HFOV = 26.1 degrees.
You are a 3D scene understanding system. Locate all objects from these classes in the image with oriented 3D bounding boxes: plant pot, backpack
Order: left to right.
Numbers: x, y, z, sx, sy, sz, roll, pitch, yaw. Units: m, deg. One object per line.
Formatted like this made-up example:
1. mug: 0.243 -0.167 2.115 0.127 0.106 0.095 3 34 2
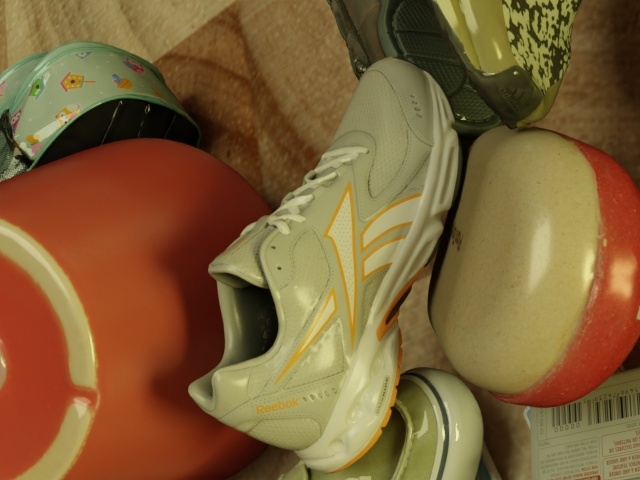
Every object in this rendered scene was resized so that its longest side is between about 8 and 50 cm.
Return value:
1. plant pot: -0.174 0.068 0.959 0.275 0.243 0.275 2 95 22
2. backpack: -0.204 -0.080 1.168 0.188 0.166 0.144 -42 56 22

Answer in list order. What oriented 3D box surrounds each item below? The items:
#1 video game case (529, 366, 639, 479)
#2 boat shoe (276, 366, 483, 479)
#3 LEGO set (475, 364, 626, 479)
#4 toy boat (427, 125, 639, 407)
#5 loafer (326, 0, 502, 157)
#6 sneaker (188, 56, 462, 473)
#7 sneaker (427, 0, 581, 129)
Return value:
1. video game case: 0.204 0.149 0.711 0.212 0.023 0.193 -19 54 35
2. boat shoe: -0.006 0.203 0.894 0.302 0.094 0.109 -57 43 23
3. LEGO set: 0.150 0.166 0.805 0.244 0.060 0.182 -40 55 28
4. toy boat: 0.151 0.019 0.799 0.231 0.151 0.151 -93 17 -83
5. loafer: 0.060 -0.144 0.997 0.084 0.096 0.267 -60 34 39
6. sneaker: 0.000 0.000 0.833 0.099 0.121 0.262 -14 58 60
7. sneaker: 0.169 -0.246 0.804 0.182 0.158 0.410 -9 50 36
